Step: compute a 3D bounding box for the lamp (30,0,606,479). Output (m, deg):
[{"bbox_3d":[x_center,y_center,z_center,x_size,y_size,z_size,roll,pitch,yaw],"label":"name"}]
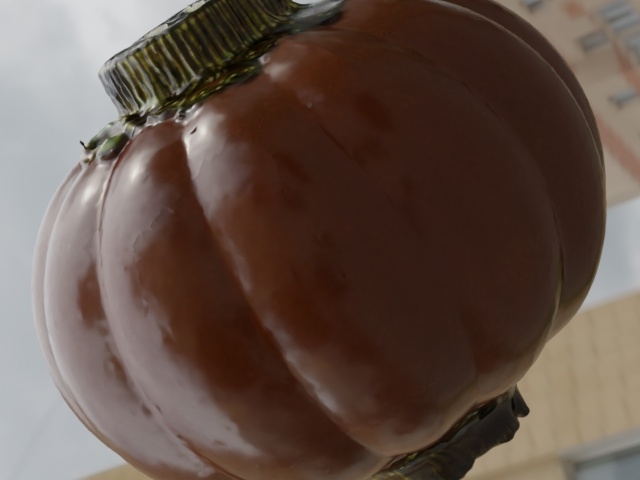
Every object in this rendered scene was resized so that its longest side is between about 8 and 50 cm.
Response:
[{"bbox_3d":[0.000,0.000,0.690,0.196,0.223,0.223,58,-151,-12],"label":"lamp"}]
